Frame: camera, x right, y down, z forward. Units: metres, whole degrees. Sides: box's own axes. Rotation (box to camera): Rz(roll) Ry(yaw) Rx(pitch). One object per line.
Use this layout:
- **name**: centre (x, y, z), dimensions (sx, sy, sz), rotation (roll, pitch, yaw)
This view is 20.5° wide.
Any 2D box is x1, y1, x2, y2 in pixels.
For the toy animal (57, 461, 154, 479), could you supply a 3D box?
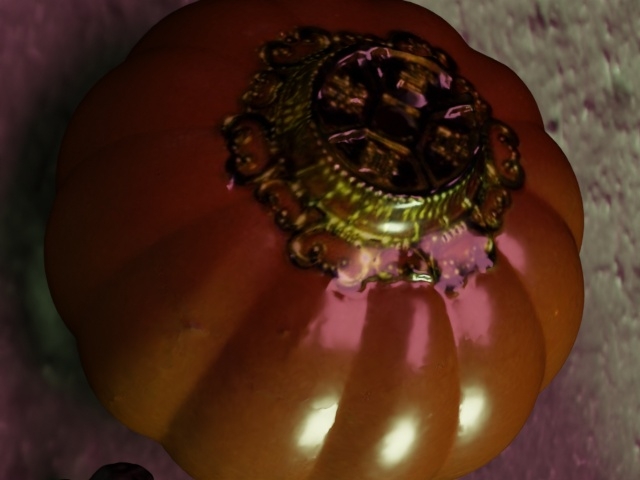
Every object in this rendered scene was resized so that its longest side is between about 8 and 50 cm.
- **toy animal**: centre (-0.019, 0.158, 0.758), dimensions (0.210, 0.117, 0.121), rotation (9, 78, -44)

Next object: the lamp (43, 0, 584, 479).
- **lamp**: centre (0.000, 0.000, 0.713), dimensions (0.223, 0.196, 0.223), rotation (8, 62, -15)
